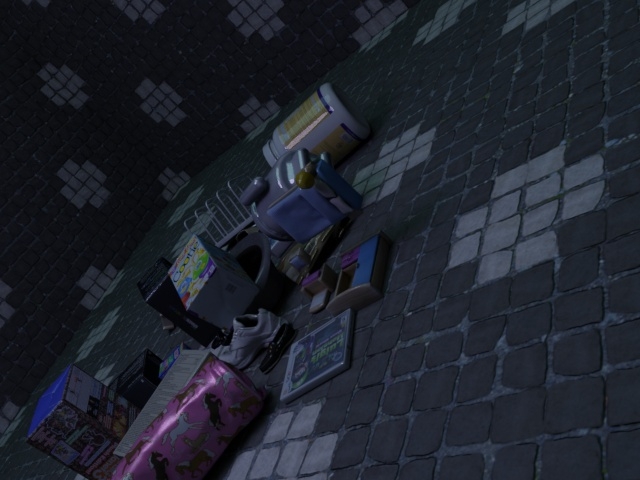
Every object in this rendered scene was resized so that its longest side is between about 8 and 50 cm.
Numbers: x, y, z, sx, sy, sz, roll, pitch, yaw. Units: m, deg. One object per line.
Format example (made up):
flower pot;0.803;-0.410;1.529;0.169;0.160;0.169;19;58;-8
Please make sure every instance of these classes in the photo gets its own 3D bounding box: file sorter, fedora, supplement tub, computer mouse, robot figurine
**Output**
file sorter;-0.355;-0.098;2.427;0.278;0.173;0.193;-37;1;26
fedora;-0.189;0.122;1.835;0.244;0.124;0.275;-40;33;24
supplement tub;-0.016;-0.363;2.228;0.331;0.241;0.241;-39;22;19
computer mouse;-0.253;0.264;1.725;0.071;0.041;0.242;-59;-3;0
robot figurine;-0.080;-0.126;1.862;0.353;0.300;0.199;-46;42;50

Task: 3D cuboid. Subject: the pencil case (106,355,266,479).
pencil case;-0.289;0.440;1.393;0.386;0.167;0.160;-51;38;-13

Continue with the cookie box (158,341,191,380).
cookie box;-0.459;0.387;2.001;0.107;0.040;0.092;-44;20;5

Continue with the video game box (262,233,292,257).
video game box;-0.116;-0.044;2.114;0.205;0.048;0.187;-50;19;-8

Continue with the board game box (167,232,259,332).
board game box;-0.299;0.111;1.735;0.142;0.144;0.275;-55;29;3

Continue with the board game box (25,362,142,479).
board game box;-0.617;0.510;1.726;0.141;0.291;0.232;-48;20;0

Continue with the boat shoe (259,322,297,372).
boat shoe;-0.112;0.263;1.554;0.133;0.042;0.049;-54;24;-15

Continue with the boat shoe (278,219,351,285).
boat shoe;0.000;0.000;1.778;0.285;0.089;0.104;-49;-6;-13

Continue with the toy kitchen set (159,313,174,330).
toy kitchen set;-0.499;0.223;2.356;0.207;0.166;0.122;-12;19;-10

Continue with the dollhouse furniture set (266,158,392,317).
dollhouse furniture set;-0.028;0.017;1.466;0.286;0.303;0.198;-33;24;33

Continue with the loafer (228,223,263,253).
loafer;-0.238;-0.014;2.231;0.102;0.092;0.268;-24;30;46

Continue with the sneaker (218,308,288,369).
sneaker;-0.196;0.246;1.640;0.232;0.115;0.090;-39;22;20

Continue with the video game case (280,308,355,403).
video game case;-0.005;0.252;1.391;0.190;0.022;0.173;-35;24;27

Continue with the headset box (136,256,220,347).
headset box;-0.441;0.193;2.026;0.131;0.246;0.283;-50;20;-8

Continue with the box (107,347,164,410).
box;-0.610;0.497;2.007;0.261;0.103;0.184;-44;18;6

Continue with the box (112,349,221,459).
box;-0.355;0.432;1.580;0.148;0.121;0.311;-9;41;49
